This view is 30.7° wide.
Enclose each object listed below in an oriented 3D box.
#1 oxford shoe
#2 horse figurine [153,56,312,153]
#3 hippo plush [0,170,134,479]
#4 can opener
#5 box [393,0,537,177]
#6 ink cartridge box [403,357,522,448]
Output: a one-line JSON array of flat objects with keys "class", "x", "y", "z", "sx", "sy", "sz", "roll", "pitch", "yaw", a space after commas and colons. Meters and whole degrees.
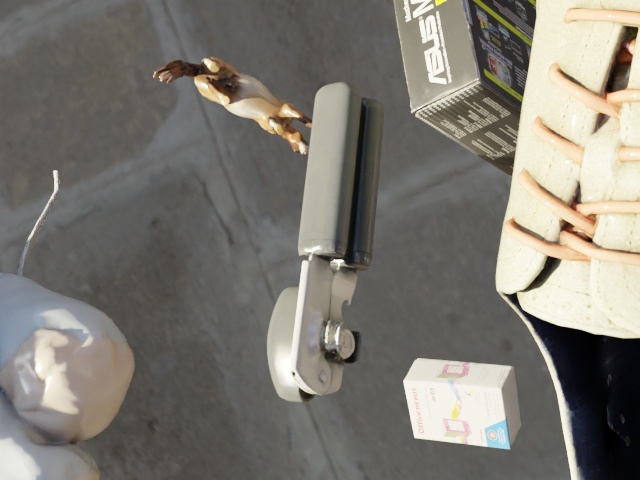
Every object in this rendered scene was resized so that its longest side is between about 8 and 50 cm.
[{"class": "oxford shoe", "x": 0.127, "y": -0.039, "z": 0.373, "sx": 0.146, "sy": 0.397, "sz": 0.140, "roll": -34, "pitch": 32, "yaw": -27}, {"class": "horse figurine", "x": -0.105, "y": -0.195, "z": 1.619, "sx": 0.263, "sy": 0.174, "sz": 0.066, "roll": 27, "pitch": 95, "yaw": -18}, {"class": "hippo plush", "x": -0.263, "y": 0.065, "z": 0.661, "sx": 0.234, "sy": 0.237, "sz": 0.294, "roll": -9, "pitch": 68, "yaw": 42}, {"class": "can opener", "x": 0.000, "y": 0.000, "z": 1.021, "sx": 0.093, "sy": 0.074, "sz": 0.280, "roll": 0, "pitch": 74, "yaw": 36}, {"class": "box", "x": 0.155, "y": -0.155, "z": 0.932, "sx": 0.060, "sy": 0.270, "sz": 0.216, "roll": -23, "pitch": 61, "yaw": 33}, {"class": "ink cartridge box", "x": 0.166, "y": 0.191, "z": 1.370, "sx": 0.123, "sy": 0.088, "sz": 0.052, "roll": 3, "pitch": 30, "yaw": 28}]
